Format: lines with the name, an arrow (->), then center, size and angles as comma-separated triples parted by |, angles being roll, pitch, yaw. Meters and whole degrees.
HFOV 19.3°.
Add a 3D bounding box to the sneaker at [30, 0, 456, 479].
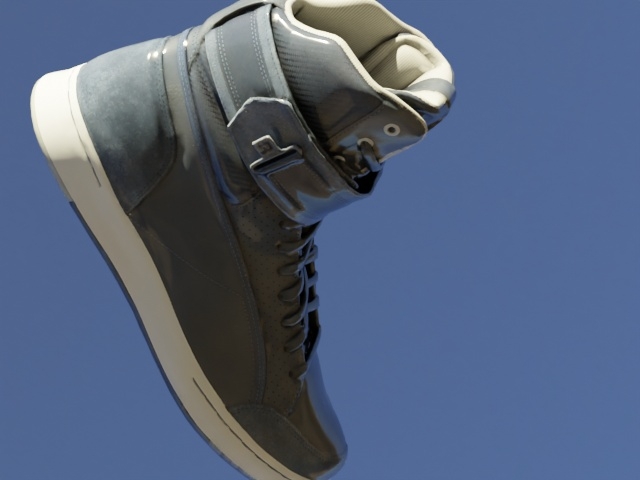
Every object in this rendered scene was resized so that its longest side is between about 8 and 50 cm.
sneaker -> -0.001, 0.000, 0.807 | 0.163, 0.086, 0.226 | -22, -68, 17
